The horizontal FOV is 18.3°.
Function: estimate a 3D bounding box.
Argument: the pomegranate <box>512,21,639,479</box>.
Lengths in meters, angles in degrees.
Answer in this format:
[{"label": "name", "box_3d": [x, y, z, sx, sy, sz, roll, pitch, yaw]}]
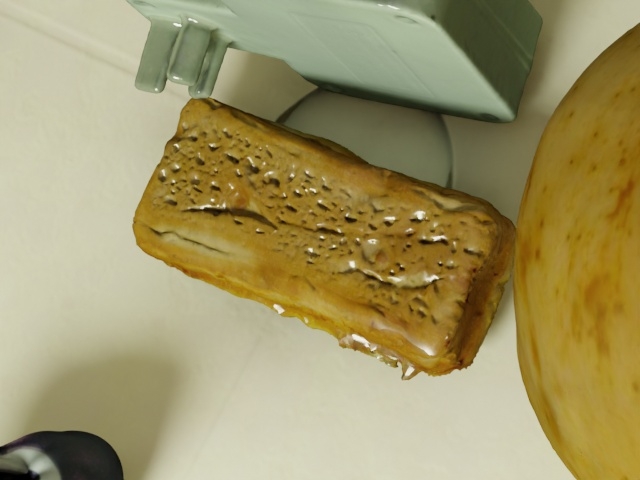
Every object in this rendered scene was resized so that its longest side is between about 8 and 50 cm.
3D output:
[{"label": "pomegranate", "box_3d": [0.302, 0.005, 1.112, 0.410, 0.410, 0.410, -6, 73, 19]}]

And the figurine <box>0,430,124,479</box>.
[{"label": "figurine", "box_3d": [-0.222, 0.223, 1.384, 0.222, 0.145, 0.145, -40, 65, 18]}]

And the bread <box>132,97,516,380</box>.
[{"label": "bread", "box_3d": [0.000, 0.000, 1.379, 0.271, 0.077, 0.139, 20, 87, 26]}]

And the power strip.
[{"label": "power strip", "box_3d": [-0.008, -0.148, 1.340, 0.261, 0.229, 0.141, 14, 81, 23]}]
